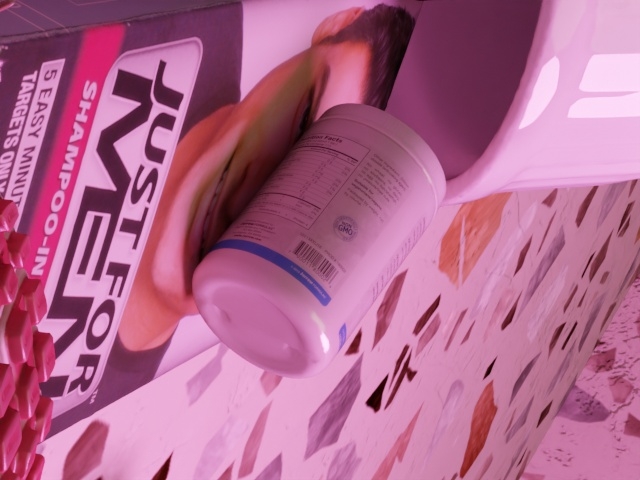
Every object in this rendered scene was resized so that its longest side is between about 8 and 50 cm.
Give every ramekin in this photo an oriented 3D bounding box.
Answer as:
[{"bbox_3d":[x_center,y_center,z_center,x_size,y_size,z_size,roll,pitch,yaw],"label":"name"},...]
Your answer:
[{"bbox_3d":[0.118,-0.155,0.854,0.277,0.135,0.277,180,-90,-71],"label":"ramekin"}]

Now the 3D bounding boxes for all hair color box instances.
[{"bbox_3d":[-0.092,-0.040,0.708,0.374,0.113,0.185,-28,141,-63],"label":"hair color box"}]

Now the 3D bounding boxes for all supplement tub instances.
[{"bbox_3d":[0.000,0.000,0.721,0.107,0.071,0.071,-52,159,-32],"label":"supplement tub"}]

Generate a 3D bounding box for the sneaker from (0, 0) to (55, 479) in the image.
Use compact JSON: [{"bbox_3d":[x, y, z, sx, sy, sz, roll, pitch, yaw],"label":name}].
[{"bbox_3d":[-0.149,-0.002,0.462,0.121,0.112,0.299,-51,139,-67],"label":"sneaker"}]
